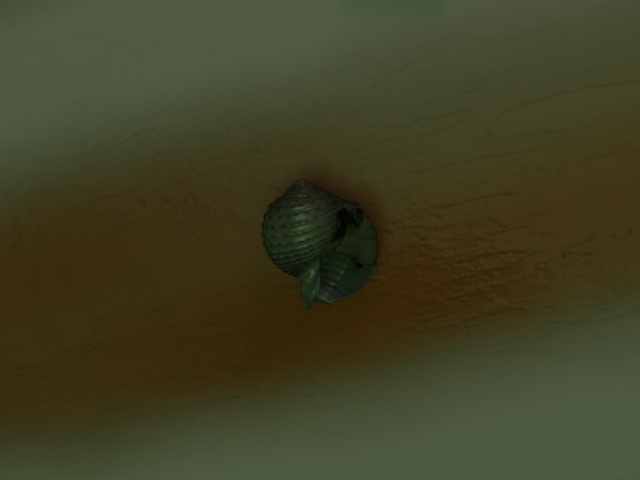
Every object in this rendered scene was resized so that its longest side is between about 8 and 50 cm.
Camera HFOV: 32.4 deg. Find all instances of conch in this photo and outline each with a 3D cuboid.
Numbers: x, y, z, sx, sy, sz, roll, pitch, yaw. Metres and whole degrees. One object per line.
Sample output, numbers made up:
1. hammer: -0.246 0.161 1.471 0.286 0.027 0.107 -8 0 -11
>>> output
1. conch: -0.001 -0.006 1.312 0.135 0.102 0.153 -11 135 1
